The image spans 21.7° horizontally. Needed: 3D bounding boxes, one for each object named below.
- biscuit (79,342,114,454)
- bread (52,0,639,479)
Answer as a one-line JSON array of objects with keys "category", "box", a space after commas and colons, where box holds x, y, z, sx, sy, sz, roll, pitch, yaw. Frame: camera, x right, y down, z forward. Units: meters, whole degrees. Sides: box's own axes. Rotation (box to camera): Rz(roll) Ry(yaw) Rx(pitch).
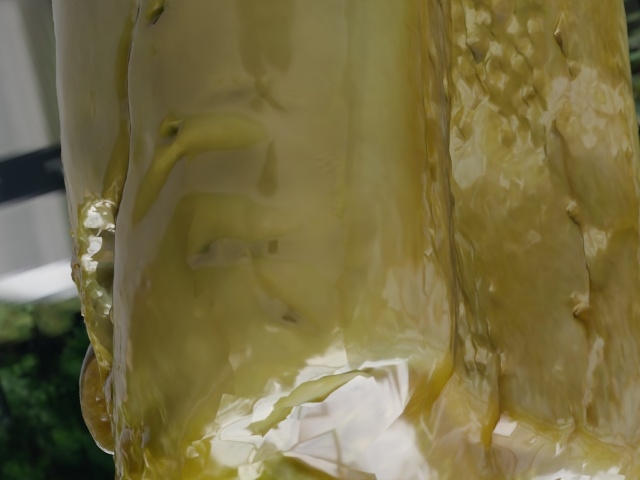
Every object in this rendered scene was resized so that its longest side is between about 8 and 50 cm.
[{"category": "biscuit", "box": [-0.006, 0.129, 1.284, 0.381, 0.359, 0.074, -57, -178, 24]}, {"category": "bread", "box": [0.000, 0.000, 0.840, 0.250, 0.394, 0.361, -14, 160, 34]}]
